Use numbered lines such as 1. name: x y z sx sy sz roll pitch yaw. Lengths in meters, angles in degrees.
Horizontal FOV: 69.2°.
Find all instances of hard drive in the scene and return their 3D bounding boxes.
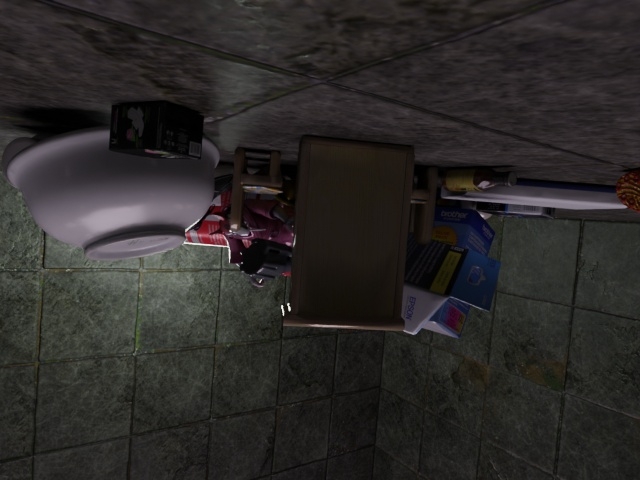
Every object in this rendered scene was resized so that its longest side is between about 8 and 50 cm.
1. hard drive: 0.446 -0.101 1.006 0.318 0.040 0.210 5 -177 1

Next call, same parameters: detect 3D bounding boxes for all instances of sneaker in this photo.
1. sneaker: -0.293 -0.081 1.069 0.299 0.112 0.121 -31 180 -17
2. sneaker: 0.489 -0.070 0.636 0.067 0.064 0.175 -6 -172 -13

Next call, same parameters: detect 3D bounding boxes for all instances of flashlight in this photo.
1. flashlight: -0.049 0.069 1.059 0.103 0.103 0.304 7 174 42

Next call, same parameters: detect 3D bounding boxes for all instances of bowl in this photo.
1. bowl: -0.287 -0.050 0.697 0.297 0.134 0.298 -13 172 -2

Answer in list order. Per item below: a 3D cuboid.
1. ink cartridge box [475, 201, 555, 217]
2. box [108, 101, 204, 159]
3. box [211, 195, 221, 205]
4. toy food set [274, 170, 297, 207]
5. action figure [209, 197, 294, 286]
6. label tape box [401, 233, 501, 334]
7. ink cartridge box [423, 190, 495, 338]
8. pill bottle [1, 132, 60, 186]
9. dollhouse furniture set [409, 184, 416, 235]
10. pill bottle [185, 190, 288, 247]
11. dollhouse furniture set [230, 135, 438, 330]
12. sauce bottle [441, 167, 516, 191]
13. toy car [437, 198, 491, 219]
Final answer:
1. ink cartridge box: 0.564 -0.098 1.312 0.165 0.065 0.332 6 -176 33
2. box: -0.182 -0.120 0.517 0.083 0.052 0.062 7 -177 27
3. box: -0.349 -0.142 1.275 0.145 0.038 0.186 -3 -153 -12
4. toy food set: -0.084 -0.134 1.101 0.128 0.071 0.218 22 -171 -14
5. action figure: -0.134 -0.054 1.165 0.248 0.276 0.370 -43 152 24
6. label tape box: 0.175 0.077 0.964 0.347 0.115 0.249 18 -154 19
7. ink cartridge box: 0.319 0.048 1.345 0.270 0.396 0.151 9 159 47
8. pill bottle: -0.446 -0.125 0.832 0.117 0.117 0.215 5 -177 11
9. dollhouse furniture set: 0.090 -0.020 1.265 0.303 0.286 0.198 -8 174 40
10. pill bottle: -0.260 -0.090 1.512 0.407 0.229 0.229 5 -177 1
11. dollhouse furniture set: 0.021 -0.018 0.817 0.362 0.257 0.394 4 -177 -8
12. sauce bottle: 0.269 -0.104 0.795 0.042 0.042 0.128 2 -175 -36
13. toy car: 0.454 -0.078 1.482 0.182 0.136 0.159 4 -177 -13
